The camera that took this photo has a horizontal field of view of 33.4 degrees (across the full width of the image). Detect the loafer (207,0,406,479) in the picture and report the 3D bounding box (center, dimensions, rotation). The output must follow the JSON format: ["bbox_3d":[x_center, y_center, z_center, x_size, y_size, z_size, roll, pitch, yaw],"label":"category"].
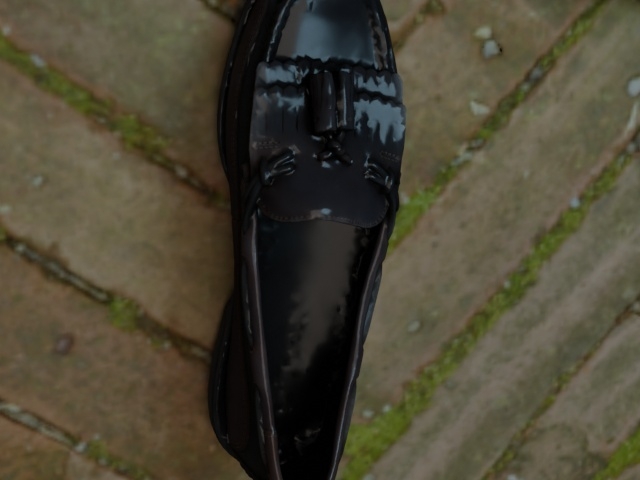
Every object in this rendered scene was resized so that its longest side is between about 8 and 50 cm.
[{"bbox_3d":[0.000,0.000,0.579,0.109,0.095,0.303,1,107,-19],"label":"loafer"}]
